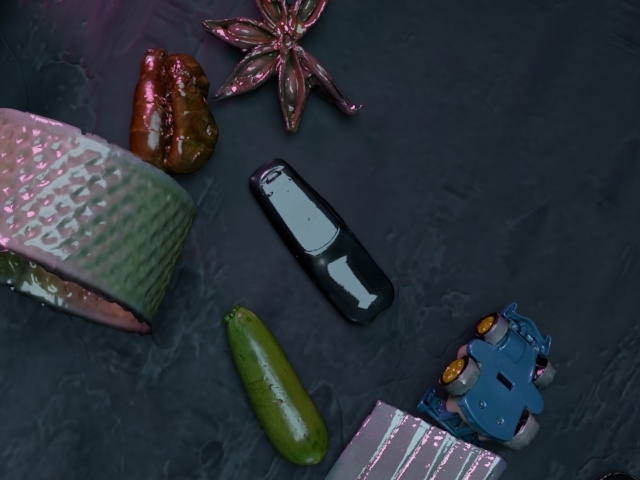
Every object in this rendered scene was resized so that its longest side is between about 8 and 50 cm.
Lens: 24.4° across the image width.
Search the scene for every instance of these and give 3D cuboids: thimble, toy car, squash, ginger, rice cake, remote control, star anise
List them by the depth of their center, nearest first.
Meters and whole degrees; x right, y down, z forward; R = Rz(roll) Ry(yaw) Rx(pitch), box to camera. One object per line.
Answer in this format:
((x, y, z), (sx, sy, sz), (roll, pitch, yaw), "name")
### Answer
((-0.271, -0.016, 1.572), (0.271, 0.271, 0.150), (23, 77, -3), "thimble")
((0.085, 0.293, 1.656), (0.189, 0.037, 0.198), (23, 73, 18), "rice cake")
((-0.053, 0.164, 1.671), (0.066, 0.066, 0.201), (-28, 85, -10), "squash")
((-0.168, -0.147, 1.687), (0.103, 0.073, 0.162), (-4, 80, 22), "ginger")
((0.190, 0.157, 1.700), (0.126, 0.098, 0.161), (42, 52, -20), "toy car")
((0.000, 0.000, 1.713), (0.072, 0.042, 0.222), (-38, 87, -8), "remote control")
((-0.052, -0.226, 1.734), (0.172, 0.063, 0.208), (-11, 86, -4), "star anise")

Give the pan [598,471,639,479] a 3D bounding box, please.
((0.361, 0.319, 1.717), (0.115, 0.023, 0.068), (44, 79, 4), "pan")
